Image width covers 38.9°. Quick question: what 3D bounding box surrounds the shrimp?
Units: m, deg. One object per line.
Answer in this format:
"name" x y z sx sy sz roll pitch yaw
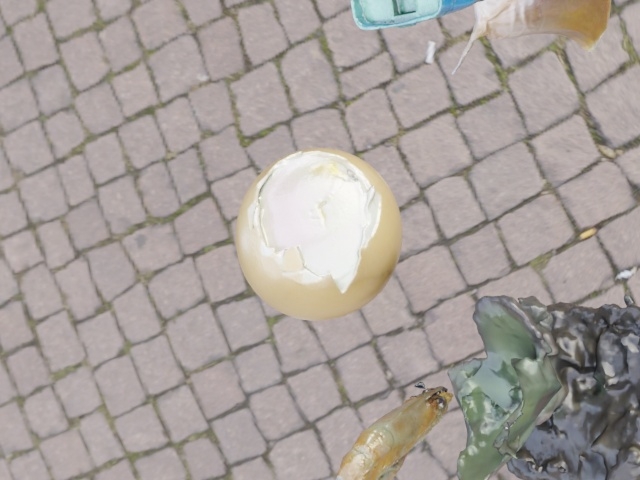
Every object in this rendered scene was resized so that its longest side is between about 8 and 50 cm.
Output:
"shrimp" 0.066 0.191 0.841 0.042 0.190 0.101 29 134 27

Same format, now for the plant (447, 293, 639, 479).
"plant" 0.178 0.101 0.606 0.131 0.203 0.142 2 94 62

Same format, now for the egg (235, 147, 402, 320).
"egg" 0.000 0.000 0.436 0.080 0.096 0.080 -3 71 8

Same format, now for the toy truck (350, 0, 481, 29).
"toy truck" 0.047 -0.206 0.487 0.067 0.081 0.175 3 109 46

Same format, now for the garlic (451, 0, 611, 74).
"garlic" 0.239 -0.265 1.029 0.090 0.198 0.128 43 142 53
